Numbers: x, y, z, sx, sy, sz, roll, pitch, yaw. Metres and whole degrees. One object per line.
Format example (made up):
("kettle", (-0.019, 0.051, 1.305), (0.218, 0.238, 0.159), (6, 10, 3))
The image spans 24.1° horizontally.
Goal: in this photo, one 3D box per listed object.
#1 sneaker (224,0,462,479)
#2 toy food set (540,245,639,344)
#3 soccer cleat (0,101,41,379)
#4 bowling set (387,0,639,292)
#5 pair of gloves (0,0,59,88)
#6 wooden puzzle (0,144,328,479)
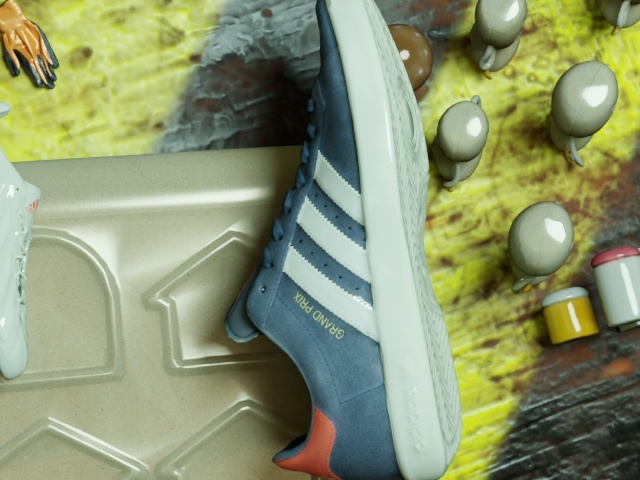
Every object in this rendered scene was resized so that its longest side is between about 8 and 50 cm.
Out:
("sneaker", (0.000, 0.000, 1.041), (0.148, 0.131, 0.350), (-8, 87, 15))
("toy food set", (0.283, 0.005, 1.189), (0.232, 0.111, 0.104), (-12, 80, -12))
("soccer cleat", (-0.223, -0.003, 1.029), (0.076, 0.068, 0.196), (-15, 86, -16))
("bowling set", (0.138, -0.122, 1.157), (0.200, 0.154, 0.287), (23, 86, 7))
("pair of gloves", (-0.242, -0.133, 1.119), (0.083, 0.010, 0.074), (-31, 97, -8))
("wooden puzzle", (-0.133, 0.110, 1.112), (0.322, 0.080, 0.348), (-4, 86, -13))
